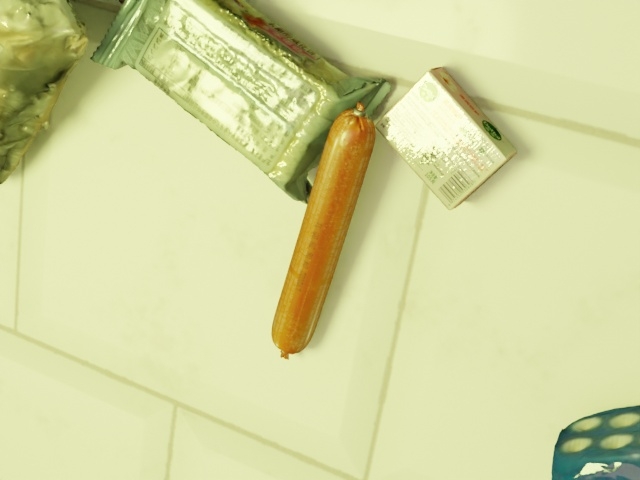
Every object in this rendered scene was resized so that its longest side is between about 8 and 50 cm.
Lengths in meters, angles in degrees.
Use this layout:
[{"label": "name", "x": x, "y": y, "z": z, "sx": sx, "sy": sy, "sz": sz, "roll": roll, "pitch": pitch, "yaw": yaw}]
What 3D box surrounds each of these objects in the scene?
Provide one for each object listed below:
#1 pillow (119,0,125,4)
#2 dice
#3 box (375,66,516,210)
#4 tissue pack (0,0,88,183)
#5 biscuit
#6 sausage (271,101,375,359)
[{"label": "pillow", "x": -0.180, "y": -0.329, "z": 1.101, "sx": 0.118, "sy": 0.043, "sz": 0.185, "roll": 49, "pitch": 117, "yaw": 4}, {"label": "dice", "x": 0.317, "y": 0.254, "z": 0.959, "sx": 0.143, "sy": 0.146, "sz": 0.146, "roll": -10, "pitch": 100, "yaw": 28}, {"label": "box", "x": 0.131, "y": -0.107, "z": 1.005, "sx": 0.125, "sy": 0.043, "sz": 0.089, "roll": 50, "pitch": 121, "yaw": 6}, {"label": "tissue pack", "x": -0.459, "y": -0.281, "z": 1.154, "sx": 0.390, "sy": 0.195, "sz": 0.376, "roll": -33, "pitch": 90, "yaw": 48}, {"label": "biscuit", "x": -0.092, "y": -0.191, "z": 1.064, "sx": 0.309, "sy": 0.079, "sz": 0.186, "roll": 37, "pitch": 115, "yaw": 6}, {"label": "sausage", "x": 0.000, "y": 0.000, "z": 1.083, "sx": 0.053, "sy": 0.053, "sz": 0.348, "roll": 28, "pitch": 123, "yaw": 17}]
